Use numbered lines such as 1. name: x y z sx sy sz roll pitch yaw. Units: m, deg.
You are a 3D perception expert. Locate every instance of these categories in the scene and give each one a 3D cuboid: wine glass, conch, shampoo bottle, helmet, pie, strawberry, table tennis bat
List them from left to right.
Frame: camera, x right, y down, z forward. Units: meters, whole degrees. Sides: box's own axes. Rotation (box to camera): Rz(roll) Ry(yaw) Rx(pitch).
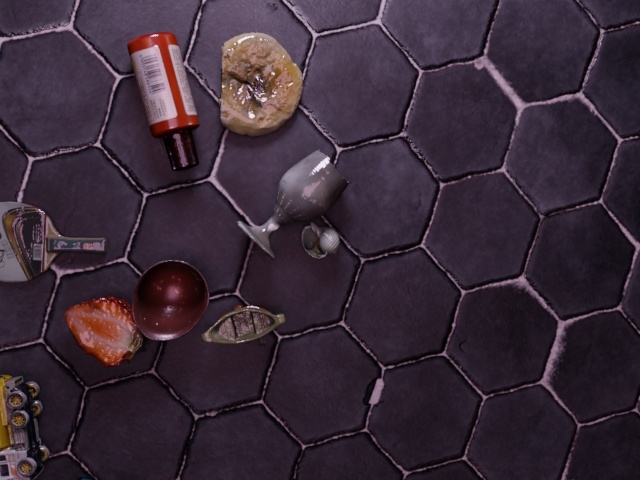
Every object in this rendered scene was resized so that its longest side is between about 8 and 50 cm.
1. table tennis bat: -0.611 0.007 1.470 0.301 0.022 0.174 4 94 -4
2. strawberry: -0.456 0.191 1.470 0.187 0.082 0.147 23 86 -1
3. shampoo bottle: -0.317 -0.283 1.438 0.104 0.104 0.278 -15 95 -5
4. helmet: -0.319 0.122 1.464 0.155 0.106 0.175 18 90 -12
5. pie: -0.130 -0.335 1.483 0.185 0.052 0.218 -3 96 -11
6. wine glass: -0.057 -0.079 1.472 0.241 0.126 0.126 -45 97 0
7. conch: 0.002 0.001 1.518 0.076 0.056 0.085 -45 67 15

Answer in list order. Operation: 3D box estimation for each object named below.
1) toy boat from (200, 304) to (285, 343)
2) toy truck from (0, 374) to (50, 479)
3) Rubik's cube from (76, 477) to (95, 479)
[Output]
1. toy boat: -0.169 0.185 1.503 0.185 0.071 0.089 -14 96 -4
2. toy truck: -0.655 0.393 1.454 0.114 0.098 0.227 -8 92 -2
3. Rubik's cube: -0.469 0.621 1.455 0.160 0.162 0.163 13 91 -7
